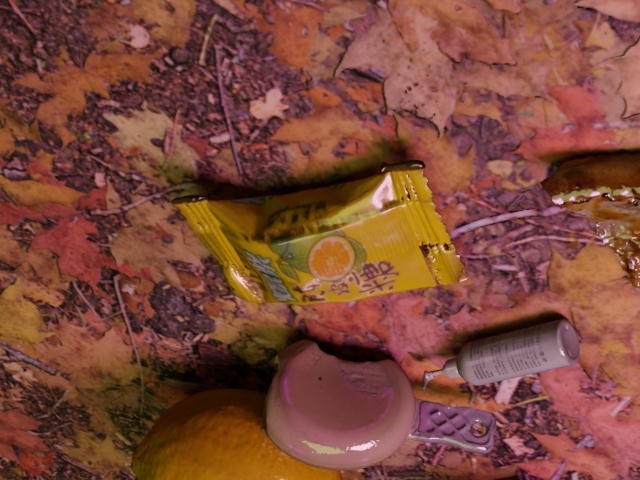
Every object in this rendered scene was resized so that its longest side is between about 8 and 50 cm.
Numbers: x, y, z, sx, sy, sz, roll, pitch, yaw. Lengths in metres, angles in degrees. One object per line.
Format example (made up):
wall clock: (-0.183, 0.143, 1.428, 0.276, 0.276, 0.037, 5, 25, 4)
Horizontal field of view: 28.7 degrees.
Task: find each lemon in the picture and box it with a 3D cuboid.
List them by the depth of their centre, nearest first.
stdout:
lemon: (-0.100, 0.310, 1.627, 0.263, 0.236, 0.236, 22, 138, -24)

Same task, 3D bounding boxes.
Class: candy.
candy: (0.000, 0.000, 1.398, 0.297, 0.081, 0.187, -7, 131, 25)

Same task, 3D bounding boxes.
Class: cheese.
cheese: (0.073, 0.210, 1.535, 0.286, 0.163, 0.082, 8, 148, 1)

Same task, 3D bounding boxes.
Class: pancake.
pancake: (0.395, 0.014, 1.291, 0.377, 0.054, 0.197, 23, 136, -1)

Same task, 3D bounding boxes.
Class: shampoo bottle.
shampoo bottle: (0.207, 0.139, 1.478, 0.195, 0.056, 0.056, -17, 125, 33)
